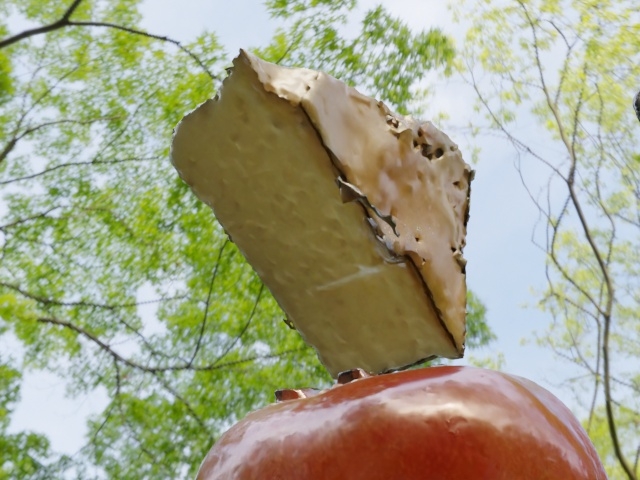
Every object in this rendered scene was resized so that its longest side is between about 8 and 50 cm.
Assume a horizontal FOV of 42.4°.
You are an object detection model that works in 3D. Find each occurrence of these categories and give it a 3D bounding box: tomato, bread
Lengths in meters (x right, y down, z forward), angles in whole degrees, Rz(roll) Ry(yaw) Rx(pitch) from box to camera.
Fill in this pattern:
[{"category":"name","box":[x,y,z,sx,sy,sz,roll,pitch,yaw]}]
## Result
[{"category":"tomato","box":[0.062,0.246,0.680,0.341,0.341,0.272,-15,-106,13]},{"category":"bread","box":[0.000,0.000,0.889,0.315,0.279,0.248,13,-25,-35]}]

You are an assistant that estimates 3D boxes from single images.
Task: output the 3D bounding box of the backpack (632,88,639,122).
[{"category":"backpack","box":[0.250,-0.027,0.324,0.140,0.207,0.253,-38,-84,1]}]
